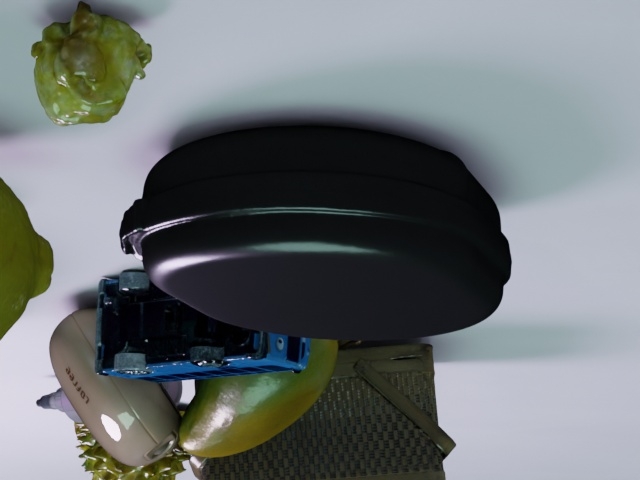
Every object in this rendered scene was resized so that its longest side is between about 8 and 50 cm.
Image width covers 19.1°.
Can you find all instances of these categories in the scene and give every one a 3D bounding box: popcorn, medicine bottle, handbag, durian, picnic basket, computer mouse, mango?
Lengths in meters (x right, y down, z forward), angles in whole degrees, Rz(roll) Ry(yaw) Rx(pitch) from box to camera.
[{"bbox_3d":[-0.131,-0.096,1.050,0.059,0.068,0.083,38,-175,-11],"label":"popcorn"},{"bbox_3d":[-0.237,0.167,2.048,0.199,0.058,0.057,-11,161,38],"label":"medicine bottle"},{"bbox_3d":[0.000,-0.001,1.328,0.254,0.093,0.308,-2,165,18],"label":"handbag"},{"bbox_3d":[-0.219,0.255,2.279,0.186,0.108,0.119,0,166,7],"label":"durian"},{"bbox_3d":[-0.001,0.194,1.900,0.266,0.139,0.165,-6,166,1],"label":"picnic basket"},{"bbox_3d":[-0.193,0.141,1.785,0.082,0.145,0.236,-34,169,-7],"label":"computer mouse"},{"bbox_3d":[-0.054,0.129,1.759,0.122,0.085,0.191,-14,153,-41],"label":"mango"}]

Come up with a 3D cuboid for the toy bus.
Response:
[{"bbox_3d":[-0.096,0.071,1.616,0.184,0.090,0.106,-7,164,36],"label":"toy bus"}]

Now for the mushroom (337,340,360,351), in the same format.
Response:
[{"bbox_3d":[-0.043,0.126,1.955,0.028,0.026,0.286,-8,171,-33],"label":"mushroom"}]

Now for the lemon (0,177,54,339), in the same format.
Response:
[{"bbox_3d":[-0.287,0.013,1.238,0.248,0.184,0.184,10,163,-28],"label":"lemon"}]
